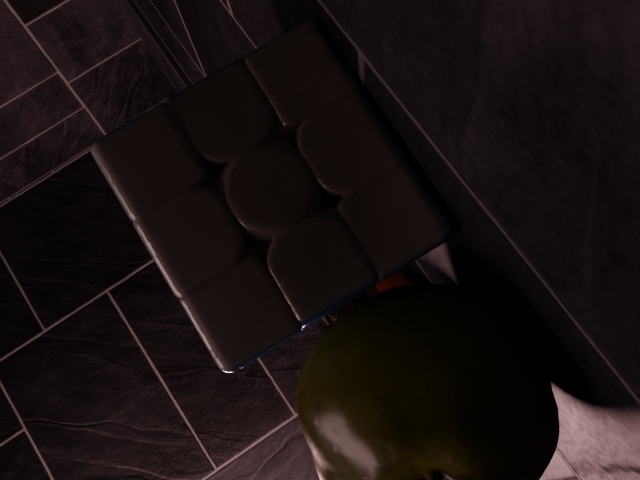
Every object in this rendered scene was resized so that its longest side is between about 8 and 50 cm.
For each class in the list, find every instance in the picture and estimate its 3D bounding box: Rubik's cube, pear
[{"bbox_3d":[-0.058,-0.036,1.024,0.291,0.292,0.290,57,174,4],"label":"Rubik's cube"},{"bbox_3d":[0.115,0.178,0.980,0.287,0.287,0.375,59,-173,-23],"label":"pear"}]

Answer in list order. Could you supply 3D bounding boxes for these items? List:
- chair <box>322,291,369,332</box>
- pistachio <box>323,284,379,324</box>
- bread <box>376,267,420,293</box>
[{"bbox_3d":[0.000,0.000,1.402,0.260,0.154,0.141,55,174,29],"label":"chair"},{"bbox_3d":[0.073,0.109,1.463,0.189,0.110,0.100,12,-176,41],"label":"pistachio"},{"bbox_3d":[0.136,0.119,1.249,0.269,0.095,0.139,54,167,53],"label":"bread"}]
